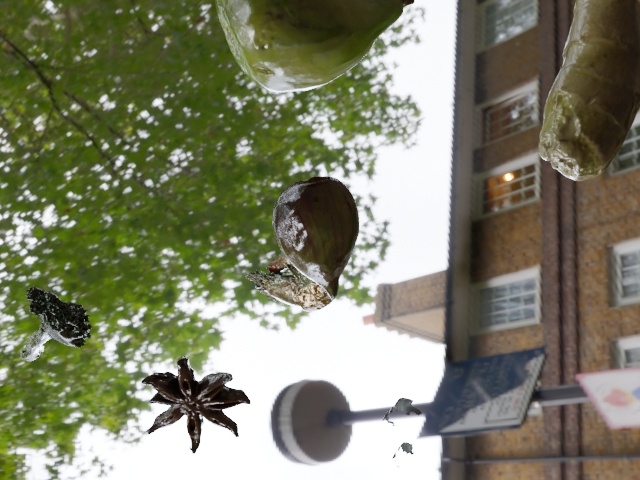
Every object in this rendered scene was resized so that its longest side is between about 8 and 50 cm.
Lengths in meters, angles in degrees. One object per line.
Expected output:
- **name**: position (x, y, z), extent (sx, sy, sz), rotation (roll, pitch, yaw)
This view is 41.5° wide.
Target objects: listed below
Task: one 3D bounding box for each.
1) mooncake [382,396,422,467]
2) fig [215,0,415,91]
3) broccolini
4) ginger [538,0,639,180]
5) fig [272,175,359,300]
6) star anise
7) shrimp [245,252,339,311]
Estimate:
- **mooncake**: position (-0.022, 0.309, 0.953), extent (0.347, 0.150, 0.057), rotation (-46, -63, -13)
- **fig**: position (-0.010, -0.361, 1.364), extent (0.233, 0.314, 0.233), rotation (-9, -90, -77)
- **broccolini**: position (-0.302, 0.099, 0.944), extent (0.057, 0.254, 0.071), rotation (-15, -97, -25)
- **ginger**: position (0.356, -0.199, 1.091), extent (0.109, 0.116, 0.263), rotation (61, -137, -70)
- **fig**: position (0.000, 0.000, 1.033), extent (0.103, 0.109, 0.155), rotation (-19, -86, -19)
- **star anise**: position (-0.150, 0.194, 1.022), extent (0.141, 0.141, 0.042), rotation (45, -158, -21)
- **shrimp**: position (-0.042, 0.053, 1.246), extent (0.042, 0.190, 0.101), rotation (-12, -83, -45)
